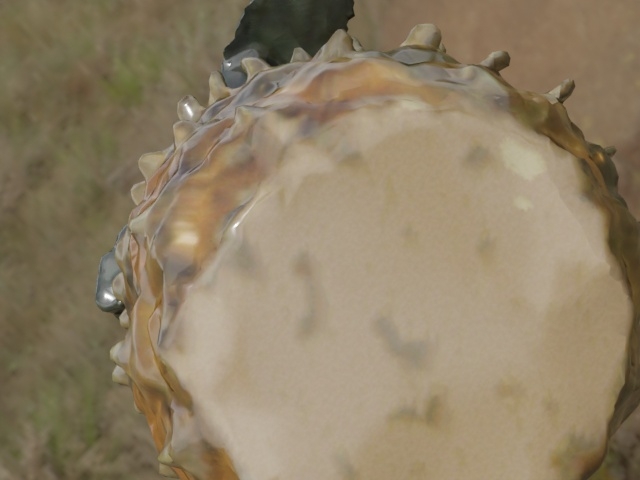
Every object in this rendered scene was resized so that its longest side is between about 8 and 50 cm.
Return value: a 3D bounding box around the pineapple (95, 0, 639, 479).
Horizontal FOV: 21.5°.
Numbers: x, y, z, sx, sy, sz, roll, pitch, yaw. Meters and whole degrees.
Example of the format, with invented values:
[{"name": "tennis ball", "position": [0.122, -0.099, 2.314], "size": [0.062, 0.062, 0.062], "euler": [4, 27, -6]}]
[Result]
[{"name": "pineapple", "position": [0.000, 0.000, 0.542], "size": [0.310, 0.141, 0.170], "euler": [-154, 69, -79]}]
